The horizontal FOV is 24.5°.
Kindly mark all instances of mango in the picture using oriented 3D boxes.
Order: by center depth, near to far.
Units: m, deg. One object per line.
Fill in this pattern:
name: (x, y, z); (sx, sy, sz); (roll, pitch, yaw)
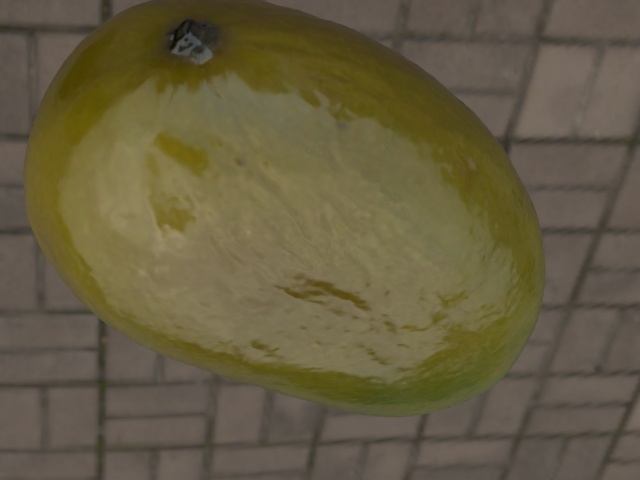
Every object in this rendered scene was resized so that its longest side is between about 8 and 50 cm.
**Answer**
mango: (0.004, -0.003, 0.498); (0.137, 0.091, 0.237); (-25, 146, 34)
